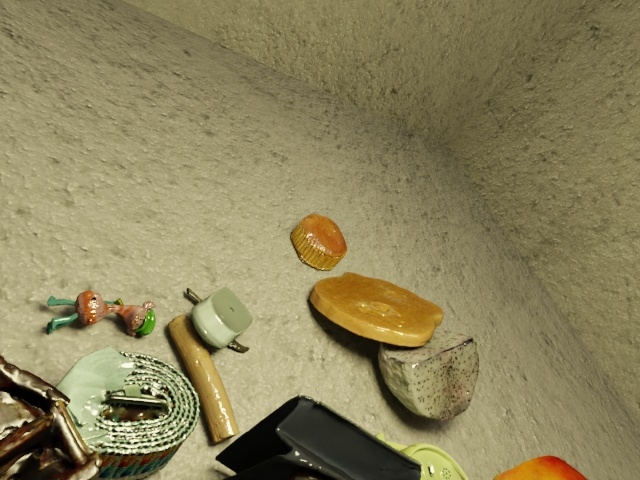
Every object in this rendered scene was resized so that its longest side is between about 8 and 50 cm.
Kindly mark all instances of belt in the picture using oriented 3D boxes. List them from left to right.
[{"bbox_3d":[-0.358,0.310,0.811,0.257,0.150,0.207,19,31,-30],"label":"belt"}]

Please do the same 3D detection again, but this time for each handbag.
[{"bbox_3d":[-0.016,0.454,0.828,0.303,0.329,0.122,36,35,-16],"label":"handbag"}]

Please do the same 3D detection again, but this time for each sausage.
[{"bbox_3d":[-0.261,0.296,1.000,0.065,0.066,0.301,-5,56,-47],"label":"sausage"}]

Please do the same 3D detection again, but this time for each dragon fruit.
[{"bbox_3d":[0.298,0.387,1.325,0.282,0.221,0.204,-10,102,-35],"label":"dragon fruit"}]

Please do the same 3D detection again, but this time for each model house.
[{"bbox_3d":[-0.514,0.279,0.586,0.283,0.317,0.297,57,24,17],"label":"model house"}]

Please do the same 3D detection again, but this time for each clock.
[{"bbox_3d":[0.249,0.619,1.073,0.348,0.117,0.286,19,40,-29],"label":"clock"}]

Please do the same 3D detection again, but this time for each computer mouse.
[{"bbox_3d":[-0.240,0.187,1.093,0.128,0.079,0.231,54,8,3],"label":"computer mouse"}]

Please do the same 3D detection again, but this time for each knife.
[{"bbox_3d":[-0.266,0.205,1.133,0.222,0.021,0.045,45,28,1],"label":"knife"}]

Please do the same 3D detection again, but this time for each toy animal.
[{"bbox_3d":[-0.461,0.153,0.962,0.208,0.100,0.103,6,7,-36],"label":"toy animal"}]

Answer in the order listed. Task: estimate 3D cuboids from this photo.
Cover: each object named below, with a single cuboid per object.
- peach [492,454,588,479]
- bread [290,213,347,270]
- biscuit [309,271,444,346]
[{"bbox_3d":[0.630,0.754,1.183,0.380,0.242,0.306,19,34,-28],"label":"peach"},{"bbox_3d":[0.001,0.000,1.553,0.199,0.104,0.199,24,38,-20],"label":"bread"},{"bbox_3d":[0.169,0.208,1.398,0.384,0.063,0.365,22,21,25],"label":"biscuit"}]
